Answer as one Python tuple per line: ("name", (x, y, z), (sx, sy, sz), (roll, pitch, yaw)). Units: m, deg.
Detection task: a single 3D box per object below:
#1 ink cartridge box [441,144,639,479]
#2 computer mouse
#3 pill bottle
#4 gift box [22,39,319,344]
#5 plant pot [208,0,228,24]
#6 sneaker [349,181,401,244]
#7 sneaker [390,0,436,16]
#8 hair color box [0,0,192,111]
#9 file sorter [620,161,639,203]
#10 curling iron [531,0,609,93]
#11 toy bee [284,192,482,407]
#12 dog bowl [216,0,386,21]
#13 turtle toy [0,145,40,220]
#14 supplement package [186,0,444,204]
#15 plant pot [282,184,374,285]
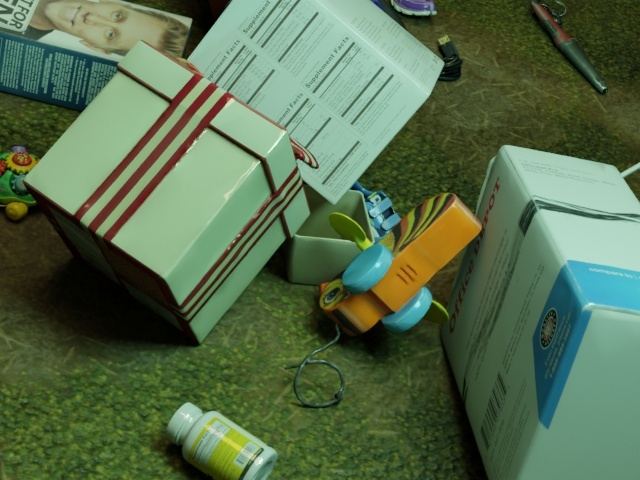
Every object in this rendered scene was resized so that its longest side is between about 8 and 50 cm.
("ink cartridge box", (0.280, 0.104, 1.646), (0.166, 0.285, 0.395), (9, 27, -12))
("computer mouse", (0.134, -0.357, 2.397), (0.184, 0.060, 0.262), (-6, 44, -27))
("pill bottle", (-0.111, 0.228, 1.569), (0.116, 0.065, 0.065), (32, 40, 17))
("gift box", (-0.171, -0.063, 1.722), (0.255, 0.276, 0.258), (35, 76, 15))
("plant pot", (-0.072, -0.457, 2.276), (0.235, 0.267, 0.267), (-12, 40, 3))
("sneaker", (0.079, -0.031, 1.972), (0.144, 0.059, 0.053), (33, 38, 18))
("sneaker", (0.152, -0.452, 2.515), (0.068, 0.071, 0.170), (-7, 45, -29))
("hair color box", (-0.372, -0.284, 2.067), (0.347, 0.105, 0.174), (14, 38, -6))
("file sorter", (0.506, 0.037, 1.969), (0.277, 0.173, 0.193), (39, 43, 25))
("curling iron", (0.447, -0.352, 2.537), (0.068, 0.035, 0.274), (-1, 41, -22))
("toy bee", (0.055, 0.049, 1.771), (0.298, 0.195, 0.162), (-27, 17, -11))
("dog bowl", (-0.027, -0.260, 2.044), (0.264, 0.265, 0.104), (16, 33, -3))
("turtle toy", (-0.401, -0.088, 1.843), (0.130, 0.066, 0.095), (27, 38, 12))
("supplement package", (-0.008, -0.223, 1.858), (0.262, 0.198, 0.199), (39, 20, -4))
("plant pot", (0.000, 0.000, 1.871), (0.109, 0.096, 0.109), (5, 39, -15))
